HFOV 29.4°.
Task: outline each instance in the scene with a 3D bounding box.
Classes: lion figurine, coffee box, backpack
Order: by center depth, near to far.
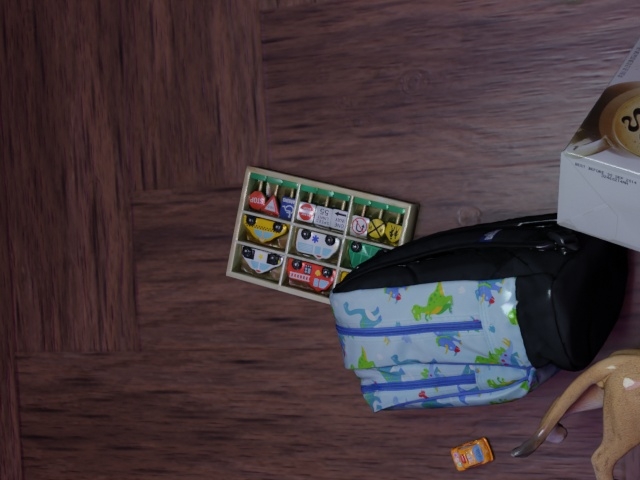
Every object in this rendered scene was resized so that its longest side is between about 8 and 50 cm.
[{"bbox_3d":[0.407,-0.125,1.390,0.168,0.297,0.119,21,141,25],"label":"coffee box"},{"bbox_3d":[0.437,0.196,1.413,0.392,0.142,0.240,6,128,-10],"label":"lion figurine"},{"bbox_3d":[0.181,0.090,1.527,0.355,0.290,0.274,4,110,28],"label":"backpack"}]

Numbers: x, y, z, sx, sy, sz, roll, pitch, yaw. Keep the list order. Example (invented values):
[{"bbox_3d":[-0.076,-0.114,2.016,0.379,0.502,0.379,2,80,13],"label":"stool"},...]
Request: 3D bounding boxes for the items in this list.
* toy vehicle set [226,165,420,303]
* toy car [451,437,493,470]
[{"bbox_3d":[0.000,0.000,1.742,0.266,0.035,0.166,14,98,25],"label":"toy vehicle set"},{"bbox_3d":[0.198,0.254,1.652,0.060,0.040,0.122,-4,91,26],"label":"toy car"}]
